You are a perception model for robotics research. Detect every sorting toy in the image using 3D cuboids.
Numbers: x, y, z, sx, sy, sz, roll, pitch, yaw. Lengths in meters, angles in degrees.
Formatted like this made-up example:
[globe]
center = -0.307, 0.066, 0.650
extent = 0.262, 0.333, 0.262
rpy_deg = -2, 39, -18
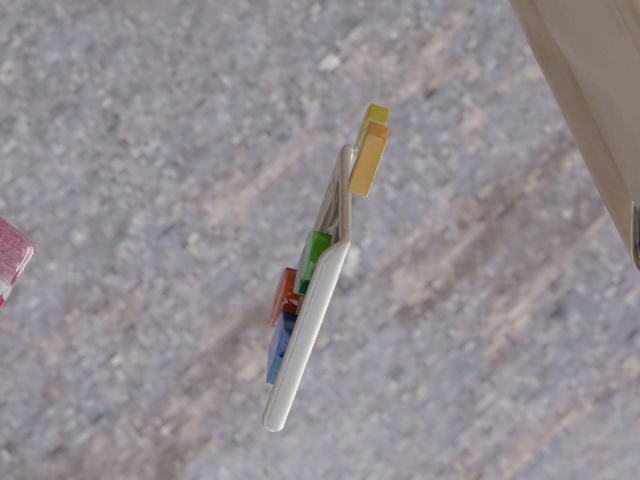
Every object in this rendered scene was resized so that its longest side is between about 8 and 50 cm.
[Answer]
[sorting toy]
center = 0.000, 0.000, 1.723
extent = 0.229, 0.041, 0.307
rpy_deg = -80, -172, -62

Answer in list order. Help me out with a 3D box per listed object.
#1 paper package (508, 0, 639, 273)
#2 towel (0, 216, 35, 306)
[paper package]
center = 0.286, -0.177, 1.062
extent = 0.325, 0.309, 0.168
rpy_deg = -21, 168, -14
[towel]
center = -0.296, -0.004, 1.117
extent = 0.037, 0.237, 0.329
rpy_deg = -39, -164, 18
